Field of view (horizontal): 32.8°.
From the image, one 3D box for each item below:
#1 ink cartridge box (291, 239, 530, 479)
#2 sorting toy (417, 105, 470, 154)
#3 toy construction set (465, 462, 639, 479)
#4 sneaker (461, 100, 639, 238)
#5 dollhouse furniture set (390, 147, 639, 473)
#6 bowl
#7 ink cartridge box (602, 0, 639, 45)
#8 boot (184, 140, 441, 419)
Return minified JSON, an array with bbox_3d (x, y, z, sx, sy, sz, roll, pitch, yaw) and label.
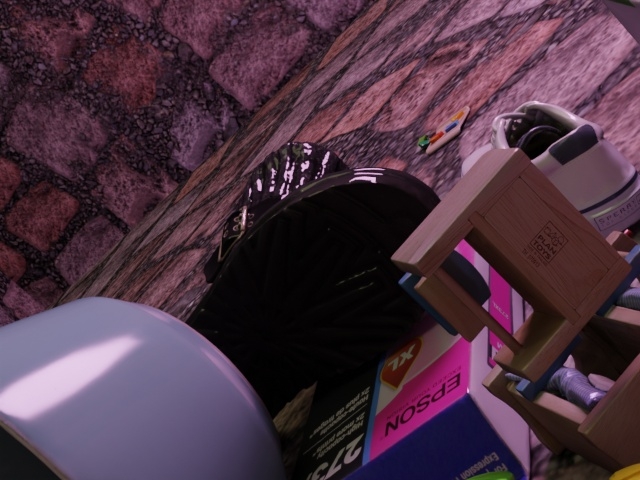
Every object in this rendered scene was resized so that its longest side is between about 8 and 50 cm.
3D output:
[{"bbox_3d":[0.065,0.116,0.784,0.175,0.069,0.371,-40,17,24],"label":"ink cartridge box"},{"bbox_3d":[0.147,-0.131,1.349,0.083,0.012,0.062,-35,17,37],"label":"sorting toy"},{"bbox_3d":[-0.001,0.197,0.479,0.215,0.151,0.327,-17,-15,-49],"label":"toy construction set"},{"bbox_3d":[0.176,-0.070,0.882,0.094,0.091,0.258,-32,15,-10],"label":"sneaker"},{"bbox_3d":[0.133,0.022,0.577,0.129,0.183,0.129,-48,13,-7],"label":"dollhouse furniture set"},{"bbox_3d":[-0.145,0.164,0.790,0.163,0.311,0.311,-44,10,-34],"label":"bowl"},{"bbox_3d":[0.358,-0.231,0.776,0.278,0.117,0.201,-43,14,10],"label":"ink cartridge box"},{"bbox_3d":[-0.004,-0.002,0.911,0.348,0.131,0.260,-40,15,40],"label":"boot"}]
